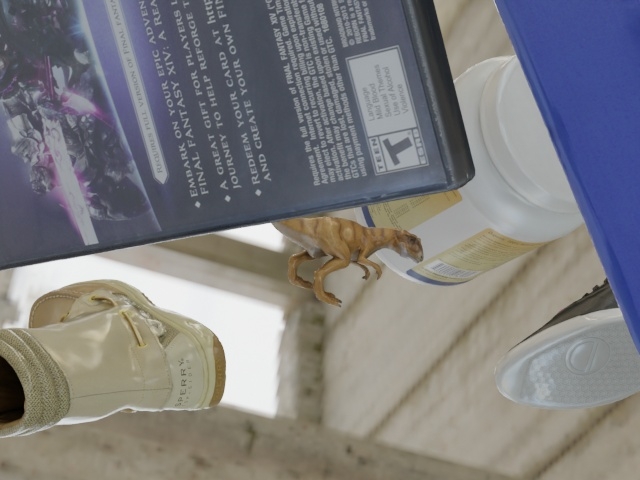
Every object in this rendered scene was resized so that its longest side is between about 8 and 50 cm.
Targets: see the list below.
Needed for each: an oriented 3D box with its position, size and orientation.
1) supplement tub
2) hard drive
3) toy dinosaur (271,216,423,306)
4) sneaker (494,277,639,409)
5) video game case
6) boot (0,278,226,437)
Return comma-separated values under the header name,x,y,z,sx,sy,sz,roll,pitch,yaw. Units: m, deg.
name,x,y,z,sx,sy,sz,roll,pitch,yaw
supplement tub,0.204,-0.087,1.722,0.316,0.228,0.228,-31,-135,56
hard drive,0.242,-0.064,0.842,0.210,0.319,0.040,-14,-163,39
toy dinosaur,0.000,0.000,1.427,0.064,0.211,0.112,44,-62,59
sneaker,0.287,0.056,1.350,0.147,0.295,0.104,-117,-175,-53
video game case,-0.083,-0.095,0.592,0.274,0.026,0.196,-9,-80,32
boot,-0.232,0.098,1.196,0.262,0.203,0.095,17,-72,47
